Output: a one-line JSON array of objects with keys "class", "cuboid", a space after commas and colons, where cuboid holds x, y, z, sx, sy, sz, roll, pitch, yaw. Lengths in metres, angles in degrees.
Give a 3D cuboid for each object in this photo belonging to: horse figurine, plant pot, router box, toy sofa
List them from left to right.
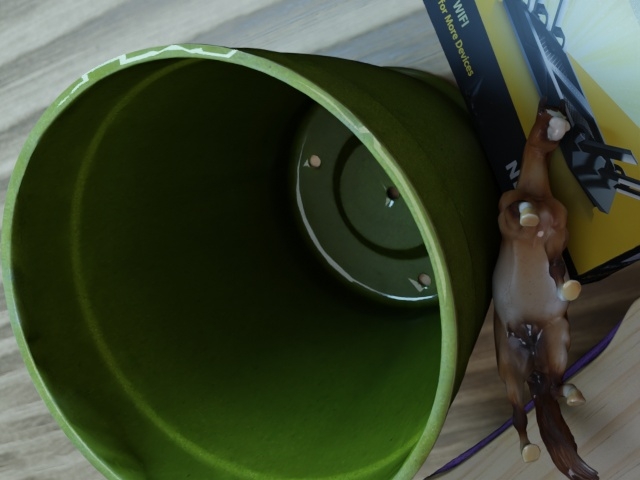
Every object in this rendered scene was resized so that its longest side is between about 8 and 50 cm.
[{"class": "plant pot", "cuboid": [0.000, 0.000, 1.006, 0.366, 0.353, 0.367, 9, 109, 25]}, {"class": "horse figurine", "cuboid": [0.158, 0.045, 0.882, 0.066, 0.174, 0.263, -5, 110, 5]}, {"class": "router box", "cuboid": [0.220, -0.148, 0.930, 0.243, 0.081, 0.309, -34, 71, 43]}, {"class": "toy sofa", "cuboid": [0.252, 0.162, 1.021, 0.177, 0.150, 0.362, 45, 129, 7]}]
